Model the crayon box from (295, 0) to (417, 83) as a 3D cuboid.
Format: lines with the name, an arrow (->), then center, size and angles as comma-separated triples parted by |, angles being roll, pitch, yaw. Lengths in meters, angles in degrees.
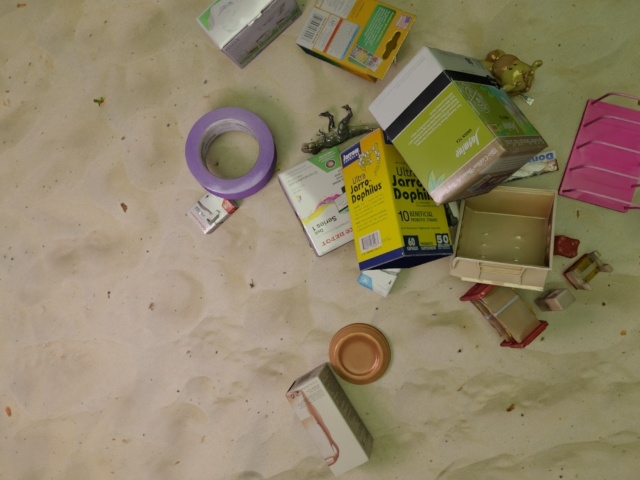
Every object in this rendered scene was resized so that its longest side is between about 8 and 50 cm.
crayon box -> 0.109, -0.606, 1.596 | 0.323, 0.083, 0.203 | 32, 97, 24

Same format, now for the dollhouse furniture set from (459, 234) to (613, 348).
dollhouse furniture set -> 0.633, 0.128, 1.599 | 0.374, 0.152, 0.201 | -38, 87, -9

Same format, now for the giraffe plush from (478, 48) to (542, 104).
giraffe plush -> 0.536, -0.462, 1.544 | 0.210, 0.170, 0.182 | 23, 96, 6

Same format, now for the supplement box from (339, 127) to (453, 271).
supplement box -> 0.209, -0.108, 1.526 | 0.194, 0.195, 0.357 | -2, 76, -35

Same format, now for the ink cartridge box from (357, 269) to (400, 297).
ink cartridge box -> 0.199, 0.072, 1.679 | 0.104, 0.060, 0.180 | 27, 97, 6

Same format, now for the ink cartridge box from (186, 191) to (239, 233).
ink cartridge box -> -0.349, -0.099, 1.749 | 0.135, 0.056, 0.099 | -42, 88, 8

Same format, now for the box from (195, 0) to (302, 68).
box -> -0.204, -0.665, 1.608 | 0.262, 0.231, 0.127 | -40, 88, 9

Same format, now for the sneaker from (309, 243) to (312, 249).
sneaker -> 0.000, 0.000, 1.718 | 0.083, 0.031, 0.035 | -29, 89, 9

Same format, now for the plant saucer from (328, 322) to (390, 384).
plant saucer -> 0.123, 0.365, 1.720 | 0.199, 0.037, 0.200 | 0, 93, 7

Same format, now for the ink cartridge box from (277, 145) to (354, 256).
ink cartridge box -> 0.020, -0.113, 1.647 | 0.201, 0.117, 0.278 | -27, 89, -5

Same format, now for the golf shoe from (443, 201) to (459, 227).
golf shoe -> 0.375, -0.172, 1.584 | 0.120, 0.105, 0.273 | -11, 67, -3

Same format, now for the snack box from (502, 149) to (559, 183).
snack box -> 0.616, -0.220, 1.621 | 0.178, 0.022, 0.064 | -13, 90, 9

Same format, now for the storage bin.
storage bin -> 0.512, -0.015, 1.519 | 0.260, 0.123, 0.262 | 7, 58, 18

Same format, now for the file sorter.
file sorter -> 0.832, -0.244, 1.509 | 0.202, 0.182, 0.291 | 17, 96, 7

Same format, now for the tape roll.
tape roll -> -0.276, -0.270, 1.682 | 0.274, 0.090, 0.275 | 0, 82, 2

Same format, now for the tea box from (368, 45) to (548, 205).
tea box -> 0.359, -0.292, 1.393 | 0.220, 0.329, 0.324 | -42, 74, 37

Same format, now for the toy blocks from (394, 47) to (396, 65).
toy blocks -> 0.156, -0.590, 1.649 | 0.148, 0.054, 0.123 | -2, 94, 9

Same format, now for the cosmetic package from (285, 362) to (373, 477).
cosmetic package -> 0.031, 0.555, 1.688 | 0.129, 0.153, 0.296 | -33, 87, 10

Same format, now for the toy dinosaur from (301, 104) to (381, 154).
toy dinosaur -> 0.060, -0.351, 1.677 | 0.268, 0.064, 0.118 | -16, 98, 7
